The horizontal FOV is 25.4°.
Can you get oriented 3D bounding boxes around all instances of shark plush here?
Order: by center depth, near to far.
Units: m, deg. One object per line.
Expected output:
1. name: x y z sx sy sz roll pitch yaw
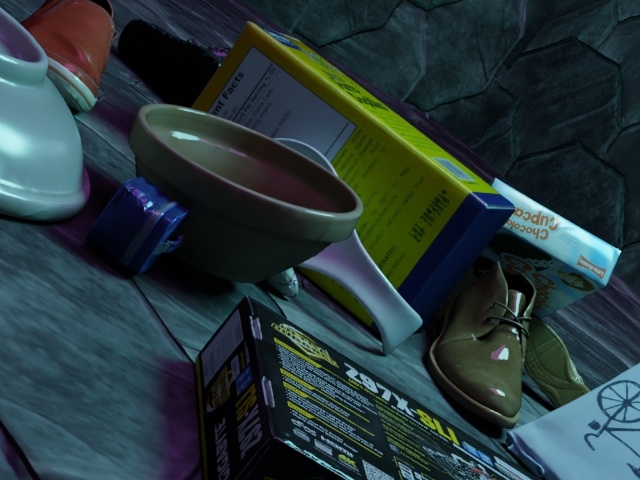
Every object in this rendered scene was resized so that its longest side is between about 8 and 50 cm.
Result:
1. shark plush: -0.086 0.003 1.494 0.161 0.073 0.067 27 -21 34

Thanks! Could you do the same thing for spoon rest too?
1. spoon rest: 0.000 0.000 1.536 0.276 0.137 0.084 46 -10 13

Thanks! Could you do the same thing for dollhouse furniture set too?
1. dollhouse furniture set: 0.203 0.096 1.861 0.152 0.076 0.058 48 15 7

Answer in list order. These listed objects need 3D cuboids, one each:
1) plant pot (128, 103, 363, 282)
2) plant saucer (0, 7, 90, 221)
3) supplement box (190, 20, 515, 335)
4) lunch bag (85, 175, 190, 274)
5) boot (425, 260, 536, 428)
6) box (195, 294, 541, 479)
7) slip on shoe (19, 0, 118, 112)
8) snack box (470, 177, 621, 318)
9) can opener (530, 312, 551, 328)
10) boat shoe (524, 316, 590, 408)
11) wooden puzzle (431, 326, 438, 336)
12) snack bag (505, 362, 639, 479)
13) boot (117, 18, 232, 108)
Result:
1. plant pot: -0.086 -0.033 1.370 0.237 0.110 0.237 22 16 -7
2. plant saucer: -0.349 -0.172 1.225 0.400 0.100 0.400 35 11 -8
3. supplement box: 0.023 -0.072 1.686 0.356 0.194 0.195 39 11 13
4. lunch bag: -0.153 -0.011 1.236 0.065 0.067 0.098 37 10 1
5. boot: 0.197 0.112 1.643 0.112 0.115 0.305 31 19 -8
6. box: 0.063 0.191 1.045 0.322 0.079 0.257 33 10 -16
7. slip on shoe: -0.292 -0.232 1.642 0.123 0.101 0.331 35 12 -15
8. snack box: 0.250 0.027 1.899 0.187 0.060 0.322 29 -18 -4
9. can opener: 0.227 0.109 1.938 0.186 0.059 0.073 30 36 17
10. boat shoe: 0.300 0.171 1.842 0.170 0.063 0.059 57 -4 -9
11. wooden puzzle: 0.173 0.133 1.777 0.078 0.014 0.116 35 11 12
12. snack bag: 0.417 0.239 1.474 0.323 0.342 0.037 48 -25 42
13. boot: -0.151 -0.227 2.047 0.246 0.094 0.207 37 13 35
